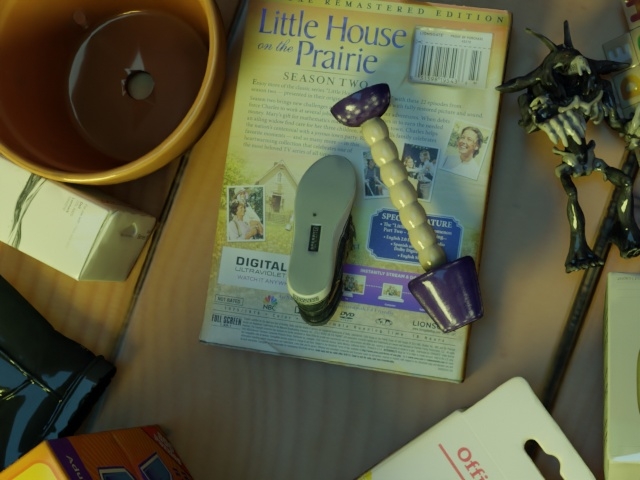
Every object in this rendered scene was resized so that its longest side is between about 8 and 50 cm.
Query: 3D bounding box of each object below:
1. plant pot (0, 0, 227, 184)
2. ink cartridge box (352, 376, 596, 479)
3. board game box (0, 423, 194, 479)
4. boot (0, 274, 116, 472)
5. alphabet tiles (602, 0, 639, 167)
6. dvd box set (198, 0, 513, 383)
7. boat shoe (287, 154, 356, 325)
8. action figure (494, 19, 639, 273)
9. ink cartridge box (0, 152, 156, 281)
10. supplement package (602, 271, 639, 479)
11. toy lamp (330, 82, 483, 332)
[{"bbox_3d":[-0.234,-0.195,1.533,0.290,0.203,0.291,-1,84,9],"label":"plant pot"},{"bbox_3d":[0.131,0.321,1.462,0.353,0.119,0.207,-35,79,7],"label":"ink cartridge box"},{"bbox_3d":[-0.267,0.442,1.405,0.356,0.356,0.356,-35,80,6],"label":"board game box"},{"bbox_3d":[-0.388,0.183,1.582,0.207,0.094,0.246,34,85,8],"label":"boot"},{"bbox_3d":[0.403,-0.174,1.451,0.198,0.009,0.237,-23,79,48],"label":"alphabet tiles"},{"bbox_3d":[0.041,-0.067,1.537,0.307,0.062,0.421,7,88,10],"label":"dvd box set"},{"bbox_3d":[0.000,0.000,1.481,0.065,0.083,0.183,8,62,10],"label":"boat shoe"},{"bbox_3d":[0.292,-0.112,1.451,0.164,0.141,0.276,-12,87,-17],"label":"action figure"},{"bbox_3d":[-0.322,-0.037,1.557,0.219,0.160,0.093,27,93,12],"label":"ink cartridge box"},{"bbox_3d":[0.390,0.153,1.388,0.194,0.149,0.203,0,66,11],"label":"supplement package"},{"bbox_3d":[0.098,-0.033,1.454,0.080,0.080,0.275,-25,84,7],"label":"toy lamp"}]
